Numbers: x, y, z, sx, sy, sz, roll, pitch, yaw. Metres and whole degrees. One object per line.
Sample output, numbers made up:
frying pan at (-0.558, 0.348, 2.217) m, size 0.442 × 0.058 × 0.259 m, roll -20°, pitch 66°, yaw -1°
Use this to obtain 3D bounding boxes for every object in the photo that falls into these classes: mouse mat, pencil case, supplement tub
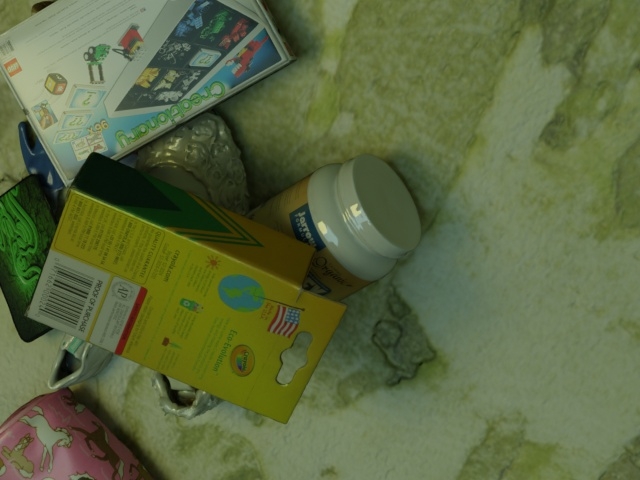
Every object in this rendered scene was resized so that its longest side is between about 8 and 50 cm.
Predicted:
mouse mat at (-0.375, 0.025, 1.914) m, size 0.153 × 0.007 × 0.189 m, roll -29°, pitch 80°, yaw 39°
pencil case at (-0.285, 0.379, 1.959) m, size 0.386 × 0.160 × 0.167 m, roll 49°, pitch 129°, yaw 0°
supplement tub at (0.000, 0.000, 1.696) m, size 0.200 × 0.144 × 0.144 m, roll -31°, pitch 95°, yaw 30°

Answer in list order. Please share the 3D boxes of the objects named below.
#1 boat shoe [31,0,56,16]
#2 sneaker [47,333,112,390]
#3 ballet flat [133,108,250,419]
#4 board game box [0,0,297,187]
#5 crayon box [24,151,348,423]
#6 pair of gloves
boat shoe at (-0.278, -0.227, 1.787) m, size 0.170 × 0.063 × 0.059 m, roll 32°, pitch 125°, yaw 17°
sneaker at (-0.287, 0.112, 1.895) m, size 0.080 × 0.094 × 0.212 m, roll 35°, pitch 119°, yaw 10°
ballet flat at (-0.159, 0.032, 1.786) m, size 0.147 × 0.147 × 0.409 m, roll 5°, pitch 110°, yaw 22°
board game box at (-0.206, -0.217, 1.703) m, size 0.305 × 0.053 × 0.193 m, roll -28°, pitch 93°, yaw 11°
crayon box at (-0.143, 0.057, 1.629) m, size 0.318 × 0.081 × 0.202 m, roll 24°, pitch 127°, yaw -4°
pair of gloves at (-0.304, -0.083, 1.870) m, size 0.198 × 0.023 × 0.159 m, roll 27°, pitch 119°, yaw 17°
